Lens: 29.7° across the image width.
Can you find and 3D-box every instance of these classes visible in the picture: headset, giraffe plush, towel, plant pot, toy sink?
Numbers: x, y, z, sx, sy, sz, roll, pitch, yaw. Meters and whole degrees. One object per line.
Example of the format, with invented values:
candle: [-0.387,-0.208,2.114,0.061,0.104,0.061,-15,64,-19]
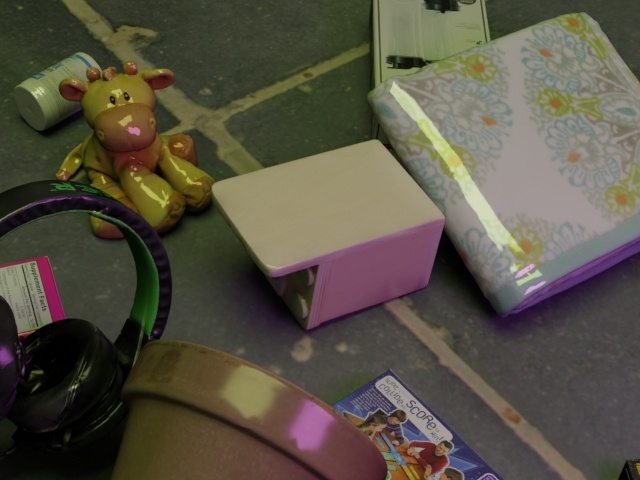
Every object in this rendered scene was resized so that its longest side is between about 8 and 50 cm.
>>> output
headset: [-0.279,0.140,1.143,0.243,0.394,0.185,25,5,-42]
giraffe plush: [-0.236,-0.130,1.492,0.181,0.170,0.210,-31,56,-29]
towel: [0.282,-0.107,1.510,0.374,0.090,0.320,-23,72,-29]
plant pot: [-0.101,0.251,1.108,0.263,0.263,0.229,22,65,16]
toy sink: [0.000,0.000,1.416,0.234,0.131,0.153,-18,50,-27]

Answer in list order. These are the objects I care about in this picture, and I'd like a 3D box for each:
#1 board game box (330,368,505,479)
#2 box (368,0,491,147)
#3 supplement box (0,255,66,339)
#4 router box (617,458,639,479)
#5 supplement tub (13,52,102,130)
board game box: [0.088,0.238,1.260,0.136,0.035,0.201,-28,55,-28]
box: [0.152,-0.253,1.699,0.169,0.087,0.290,3,46,-3]
supplement box: [-0.382,0.111,1.289,0.220,0.111,0.114,-11,48,-16]
router box: [0.390,0.302,1.216,0.133,0.046,0.179,-3,46,-8]
supplement tub: [-0.347,-0.200,1.619,0.071,0.071,0.107,35,52,25]
